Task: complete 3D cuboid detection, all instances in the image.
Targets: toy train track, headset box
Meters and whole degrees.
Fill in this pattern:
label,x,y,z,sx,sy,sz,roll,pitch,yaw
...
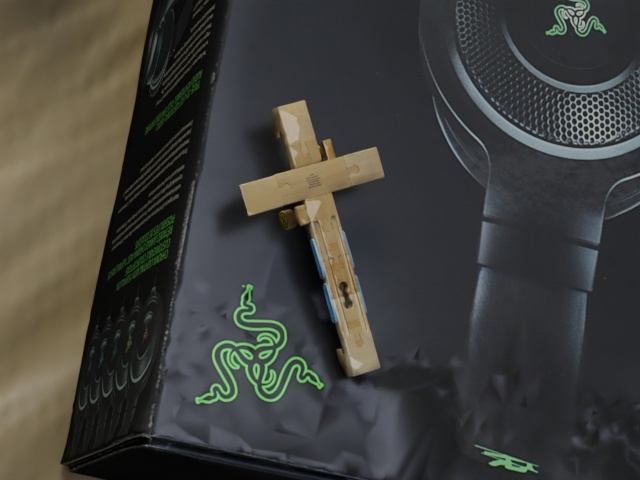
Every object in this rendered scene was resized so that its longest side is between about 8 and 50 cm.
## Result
label,x,y,z,sx,sy,sz,roll,pitch,yaw
toy train track,0.000,0.000,0.576,0.048,0.014,0.083,-16,90,-27
headset box,0.058,-0.018,0.676,0.246,0.131,0.283,15,75,-16
